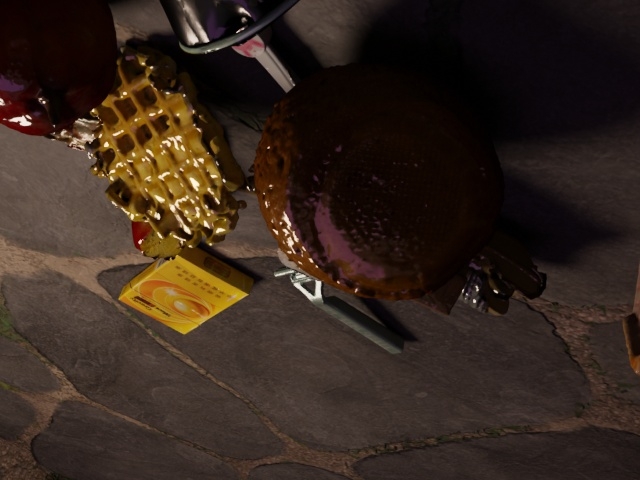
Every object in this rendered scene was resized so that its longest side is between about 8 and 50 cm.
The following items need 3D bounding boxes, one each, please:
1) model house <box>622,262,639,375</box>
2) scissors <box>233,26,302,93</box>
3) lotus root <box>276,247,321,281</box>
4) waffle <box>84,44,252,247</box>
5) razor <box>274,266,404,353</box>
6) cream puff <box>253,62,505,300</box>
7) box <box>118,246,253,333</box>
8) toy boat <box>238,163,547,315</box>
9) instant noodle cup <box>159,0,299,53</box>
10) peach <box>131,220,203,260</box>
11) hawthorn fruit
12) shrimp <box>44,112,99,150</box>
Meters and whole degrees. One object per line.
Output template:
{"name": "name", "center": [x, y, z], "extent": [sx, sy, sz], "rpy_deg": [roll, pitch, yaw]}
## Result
{"name": "model house", "center": [0.524, 0.085, 1.312], "extent": [0.202, 0.238, 0.237], "rpy_deg": [27, 148, -10]}
{"name": "scissors", "center": [-0.091, -0.256, 1.312], "extent": [0.118, 0.031, 0.242], "rpy_deg": [-9, 137, 40]}
{"name": "lotus root", "center": [0.001, -0.001, 1.620], "extent": [0.122, 0.081, 0.112], "rpy_deg": [28, 147, -14]}
{"name": "waffle", "center": [-0.217, -0.123, 1.442], "extent": [0.280, 0.060, 0.262], "rpy_deg": [28, 127, 24]}
{"name": "razor", "center": [0.049, 0.122, 1.814], "extent": [0.111, 0.056, 0.278], "rpy_deg": [-15, 135, 42]}
{"name": "cream puff", "center": [0.065, -0.082, 1.305], "extent": [0.302, 0.212, 0.303], "rpy_deg": [-2, 112, -5]}
{"name": "box", "center": [-0.249, 0.090, 1.941], "extent": [0.152, 0.044, 0.269], "rpy_deg": [32, 147, -20]}
{"name": "toy boat", "center": [0.094, -0.005, 1.483], "extent": [0.445, 0.162, 0.136], "rpy_deg": [27, 153, -11]}
{"name": "instant noodle cup", "center": [-0.121, -0.339, 1.058], "extent": [0.215, 0.216, 0.236], "rpy_deg": [-10, 130, 40]}
{"name": "peach", "center": [-0.227, -0.041, 1.651], "extent": [0.151, 0.118, 0.151], "rpy_deg": [-21, 160, -8]}
{"name": "hawthorn fruit", "center": [-0.343, -0.230, 1.281], "extent": [0.215, 0.250, 0.215], "rpy_deg": [-18, 141, -16]}
{"name": "shrimp", "center": [-0.289, -0.144, 1.578], "extent": [0.294, 0.062, 0.154], "rpy_deg": [14, 155, 6]}
